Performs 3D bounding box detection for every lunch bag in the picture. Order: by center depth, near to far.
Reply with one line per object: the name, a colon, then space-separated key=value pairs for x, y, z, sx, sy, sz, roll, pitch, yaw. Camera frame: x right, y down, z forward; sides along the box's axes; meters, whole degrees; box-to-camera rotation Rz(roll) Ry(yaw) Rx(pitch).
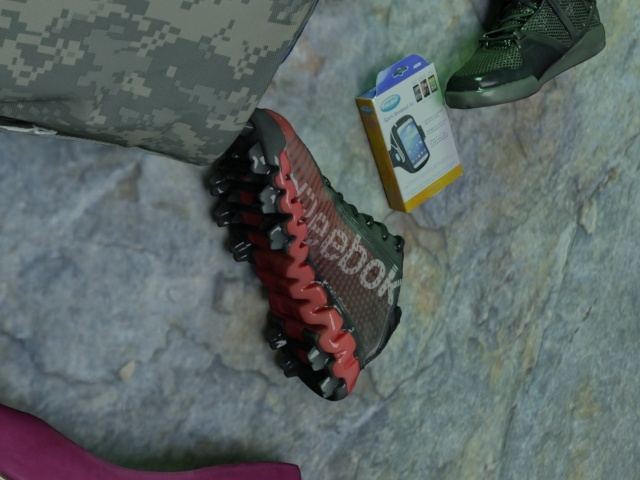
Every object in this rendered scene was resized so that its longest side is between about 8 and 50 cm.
lunch bag: x=-0.158 y=-0.176 z=0.496 sx=0.305 sy=0.212 sz=0.256 roll=6 pitch=115 yaw=-36

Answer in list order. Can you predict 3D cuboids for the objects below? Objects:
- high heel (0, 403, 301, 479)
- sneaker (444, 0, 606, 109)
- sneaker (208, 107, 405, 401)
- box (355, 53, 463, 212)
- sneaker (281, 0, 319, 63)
high heel: x=-0.160 y=0.173 z=0.679 sx=0.377 sy=0.127 sz=0.181 roll=50 pitch=42 yaw=-31
sneaker: x=0.190 y=-0.211 z=0.837 sx=0.227 sy=0.087 sz=0.130 roll=-33 pitch=118 yaw=-30
sneaker: x=0.000 y=0.000 z=0.735 sx=0.135 sy=0.098 sz=0.276 roll=-35 pitch=123 yaw=-25
box: x=0.084 y=-0.104 z=0.818 sx=0.081 sy=0.028 sz=0.136 roll=-34 pitch=118 yaw=-26
sneaker: x=-0.011 y=-0.233 z=0.671 sx=0.083 sy=0.087 sz=0.221 roll=24 pitch=86 yaw=-38
